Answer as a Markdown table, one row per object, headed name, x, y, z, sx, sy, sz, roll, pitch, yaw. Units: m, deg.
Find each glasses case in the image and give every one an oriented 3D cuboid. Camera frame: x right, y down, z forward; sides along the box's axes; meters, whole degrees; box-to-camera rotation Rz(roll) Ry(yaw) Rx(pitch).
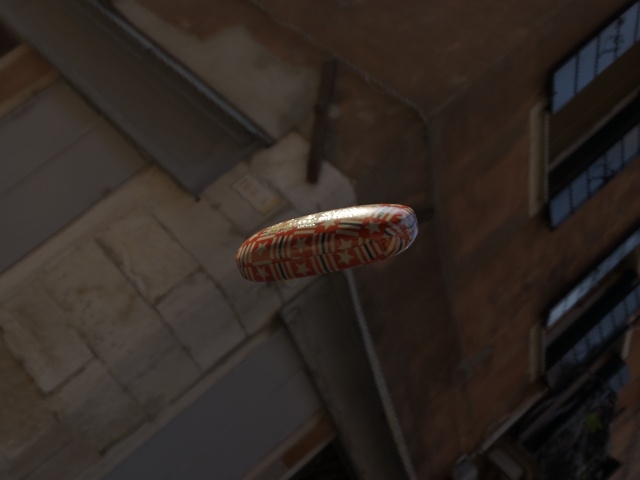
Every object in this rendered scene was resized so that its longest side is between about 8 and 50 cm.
| name | x | y | z | sx | sy | sz | roll | pitch | yaw |
| --- | --- | --- | --- | --- | --- | --- | --- | --- | --- |
| glasses case | 0.000 | 0.000 | 0.859 | 0.194 | 0.073 | 0.049 | -11 | -70 | 26 |
